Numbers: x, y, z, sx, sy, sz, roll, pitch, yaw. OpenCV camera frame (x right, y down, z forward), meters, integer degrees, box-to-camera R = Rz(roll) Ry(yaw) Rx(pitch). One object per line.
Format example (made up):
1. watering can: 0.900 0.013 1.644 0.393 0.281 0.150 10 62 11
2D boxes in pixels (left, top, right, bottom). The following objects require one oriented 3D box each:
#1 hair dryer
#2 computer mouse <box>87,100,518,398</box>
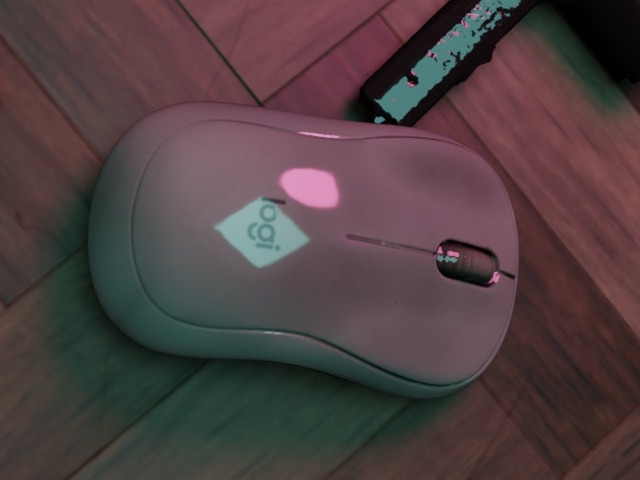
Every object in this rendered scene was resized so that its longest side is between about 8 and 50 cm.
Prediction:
1. hair dryer: 0.130 -0.159 1.202 0.251 0.089 0.197 -41 96 -7
2. computer mouse: 0.000 0.000 1.115 0.297 0.121 0.184 13 78 -12
